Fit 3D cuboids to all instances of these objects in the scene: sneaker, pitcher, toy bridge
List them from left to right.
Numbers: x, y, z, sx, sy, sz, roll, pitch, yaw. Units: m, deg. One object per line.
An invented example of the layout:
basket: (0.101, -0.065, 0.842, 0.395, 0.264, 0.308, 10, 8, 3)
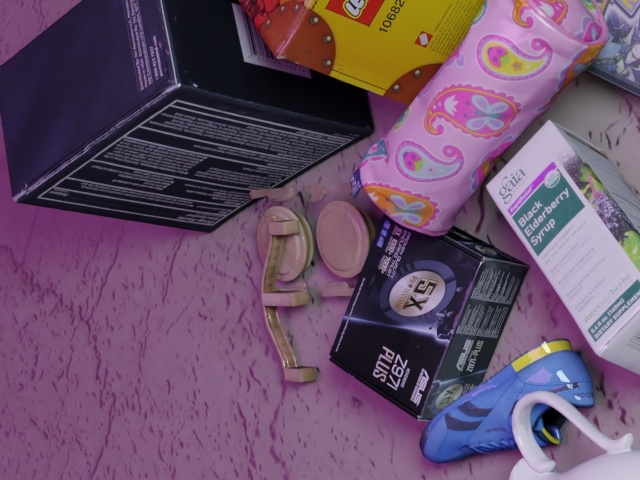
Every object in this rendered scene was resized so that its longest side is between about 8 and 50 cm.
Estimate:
toy bridge: (-0.041, 0.065, 1.824, 0.063, 0.026, 0.188, -2, 95, 52)
sneaker: (0.180, 0.179, 1.582, 0.209, 0.069, 0.082, -39, 61, 33)
pitcher: (0.254, 0.223, 1.453, 0.207, 0.125, 0.177, -6, 95, 52)

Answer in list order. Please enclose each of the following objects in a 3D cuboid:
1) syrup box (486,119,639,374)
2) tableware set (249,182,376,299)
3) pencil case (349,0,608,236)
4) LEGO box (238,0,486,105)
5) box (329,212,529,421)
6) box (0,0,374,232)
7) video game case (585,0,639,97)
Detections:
syrup box: (0.255, 0.005, 1.486, 0.093, 0.096, 0.237, -48, 45, 20)
tableware set: (0.000, 0.000, 1.814, 0.194, 0.039, 0.128, -3, 96, 50)
pencil case: (0.148, -0.131, 1.543, 0.284, 0.124, 0.124, -51, 51, 35)
LEGO box: (0.095, -0.444, 1.634, 0.500, 0.193, 0.372, -59, 35, 21)
box: (0.108, 0.076, 1.665, 0.147, 0.077, 0.180, 31, 105, 43)
box: (-0.157, -0.158, 1.816, 0.294, 0.296, 0.182, -30, 63, 37)
video game case: (0.344, -0.255, 1.467, 0.248, 0.035, 0.274, 32, 112, 31)
